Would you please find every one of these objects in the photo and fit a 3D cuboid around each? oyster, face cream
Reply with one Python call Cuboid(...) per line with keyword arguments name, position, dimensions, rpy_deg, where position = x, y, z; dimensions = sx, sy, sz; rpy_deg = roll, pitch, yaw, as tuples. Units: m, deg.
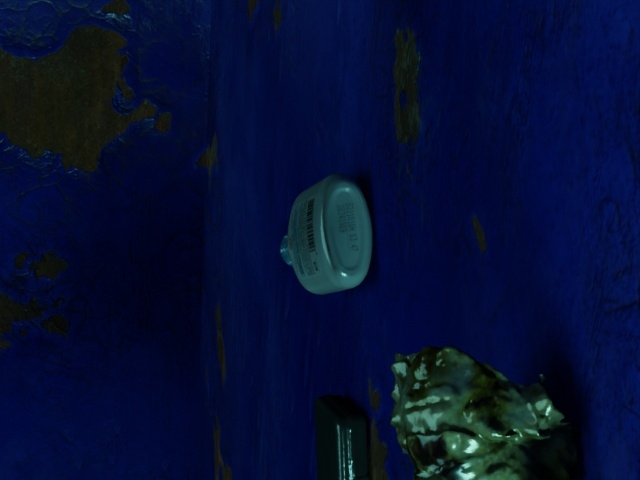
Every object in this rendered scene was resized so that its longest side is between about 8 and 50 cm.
Cuboid(name="oyster", position=(0.146, 0.244, 1.311), dimensions=(0.198, 0.133, 0.337), rpy_deg=(34, 147, 41))
Cuboid(name="face cream", position=(0.000, 0.000, 2.020), dimensions=(0.337, 0.080, 0.163), rpy_deg=(155, 110, -76))

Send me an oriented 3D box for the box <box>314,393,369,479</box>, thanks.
Cuboid(name="box", position=(0.032, 0.355, 2.040), dimensions=(0.160, 0.050, 0.230), rpy_deg=(-155, 63, -75))
